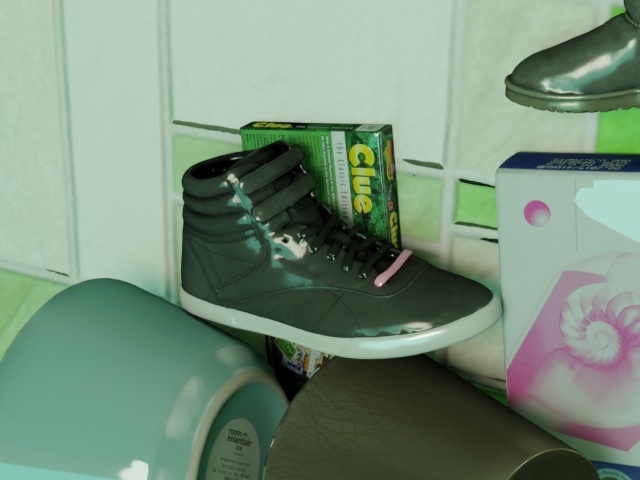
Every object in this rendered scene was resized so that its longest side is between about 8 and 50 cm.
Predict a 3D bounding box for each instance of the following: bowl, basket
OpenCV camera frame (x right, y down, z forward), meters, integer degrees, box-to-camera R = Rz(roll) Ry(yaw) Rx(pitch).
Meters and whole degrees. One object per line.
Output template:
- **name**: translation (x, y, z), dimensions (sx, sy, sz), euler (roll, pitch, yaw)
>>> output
- **bowl**: translation (-0.130, 0.193, 1.009), dimensions (0.163, 0.311, 0.311), euler (4, 111, 26)
- **basket**: translation (0.091, 0.187, 0.909), dimensions (0.227, 0.204, 0.154), euler (13, 150, 53)

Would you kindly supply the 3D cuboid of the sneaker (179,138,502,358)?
- **sneaker**: translation (0.000, 0.000, 0.950), dimensions (0.296, 0.104, 0.147), euler (8, 118, 31)

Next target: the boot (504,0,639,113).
- **boot**: translation (0.213, -0.197, 0.811), dimensions (0.190, 0.076, 0.208), euler (-3, 115, 15)

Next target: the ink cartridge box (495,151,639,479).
- **ink cartridge box**: translation (0.299, 0.100, 0.887), dimensions (0.324, 0.071, 0.330), euler (2, 109, 27)

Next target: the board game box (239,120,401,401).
- **board game box**: translation (0.007, 0.025, 1.038), dimensions (0.136, 0.030, 0.259), euler (6, 112, 29)
